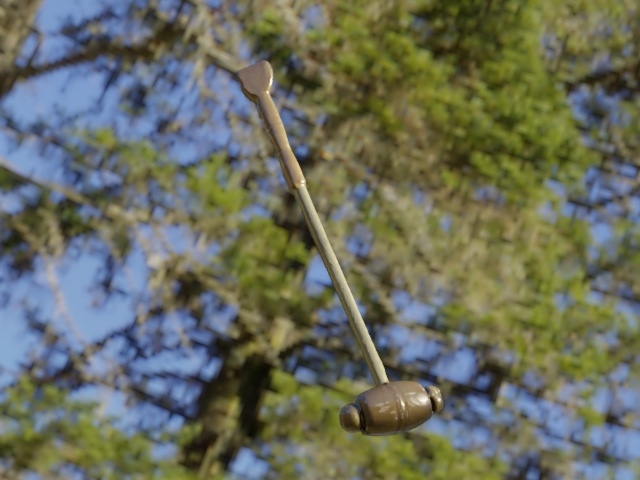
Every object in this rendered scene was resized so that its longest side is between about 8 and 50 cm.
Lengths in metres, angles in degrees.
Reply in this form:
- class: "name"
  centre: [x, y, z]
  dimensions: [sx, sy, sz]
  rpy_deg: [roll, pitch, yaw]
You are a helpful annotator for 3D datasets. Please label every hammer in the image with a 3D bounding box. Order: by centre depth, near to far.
- class: "hammer"
  centre: [0.000, 0.000, 0.504]
  dimensions: [0.029, 0.123, 0.014]
  rpy_deg: [-13, -29, -19]
